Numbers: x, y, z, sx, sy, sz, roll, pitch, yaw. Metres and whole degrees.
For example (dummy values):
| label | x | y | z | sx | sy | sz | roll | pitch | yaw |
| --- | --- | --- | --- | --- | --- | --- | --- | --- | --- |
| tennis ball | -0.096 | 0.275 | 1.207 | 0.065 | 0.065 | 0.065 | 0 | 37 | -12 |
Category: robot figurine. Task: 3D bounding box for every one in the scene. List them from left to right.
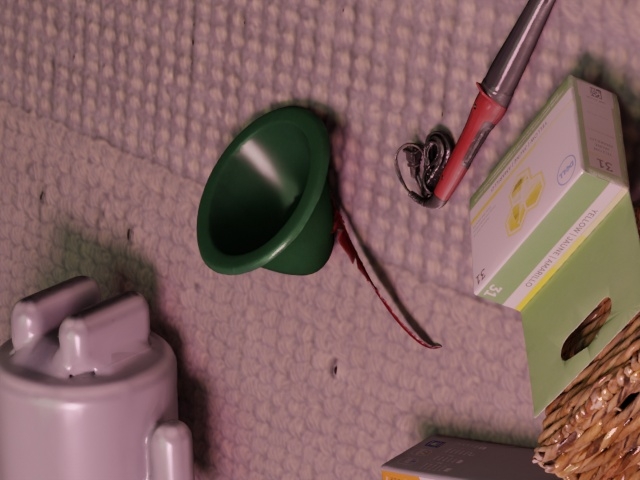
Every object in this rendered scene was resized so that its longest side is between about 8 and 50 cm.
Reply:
| label | x | y | z | sx | sy | sz | roll | pitch | yaw |
| --- | --- | --- | --- | --- | --- | --- | --- | --- | --- |
| robot figurine | -0.250 | 0.222 | 2.057 | 0.300 | 0.199 | 0.354 | 18 | 117 | 38 |

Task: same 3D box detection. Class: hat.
| label | x | y | z | sx | sy | sz | roll | pitch | yaw |
| --- | --- | --- | --- | --- | --- | --- | --- | --- | --- |
| hat | 0.000 | 0.000 | 1.872 | 0.173 | 0.183 | 0.208 | -22 | 49 | 38 |

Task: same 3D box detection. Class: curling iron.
| label | x | y | z | sx | sy | sz | roll | pitch | yaw |
| --- | --- | --- | --- | --- | --- | --- | --- | --- | --- |
| curling iron | 0.140 | -0.131 | 1.687 | 0.068 | 0.035 | 0.274 | 47 | 131 | 18 |

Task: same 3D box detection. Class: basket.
| label | x | y | z | sx | sy | sz | roll | pitch | yaw |
| --- | --- | --- | --- | --- | --- | --- | --- | --- | --- |
| basket | 0.340 | 0.077 | 1.546 | 0.213 | 0.223 | 0.299 | 29 | 131 | -10 |

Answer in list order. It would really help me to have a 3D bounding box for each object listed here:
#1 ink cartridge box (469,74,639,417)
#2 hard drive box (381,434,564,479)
| label | x | y | z | sx | sy | sz | roll | pitch | yaw |
| --- | --- | --- | --- | --- | --- | --- | --- | --- | --- |
| ink cartridge box | 0.191 | 0.003 | 1.582 | 0.056 | 0.235 | 0.171 | 21 | 132 | -18 |
| hard drive box | 0.181 | 0.288 | 1.771 | 0.232 | 0.089 | 0.181 | 2 | 108 | 41 |
